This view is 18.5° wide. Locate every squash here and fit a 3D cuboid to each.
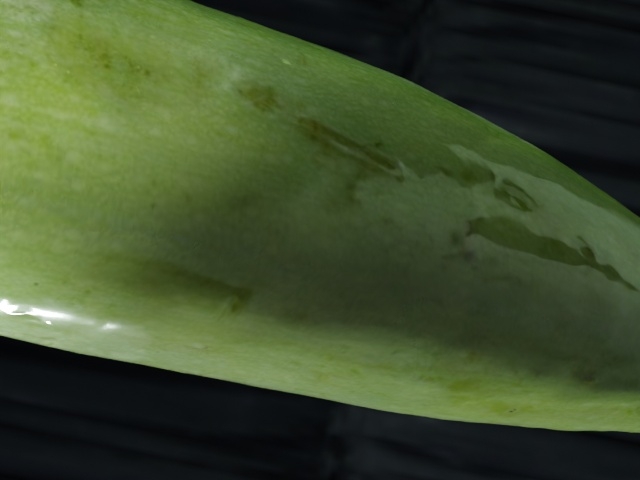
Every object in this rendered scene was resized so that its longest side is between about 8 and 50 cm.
[{"bbox_3d":[0.000,-0.007,0.642,0.118,0.370,0.118,-166,90,-70],"label":"squash"}]
